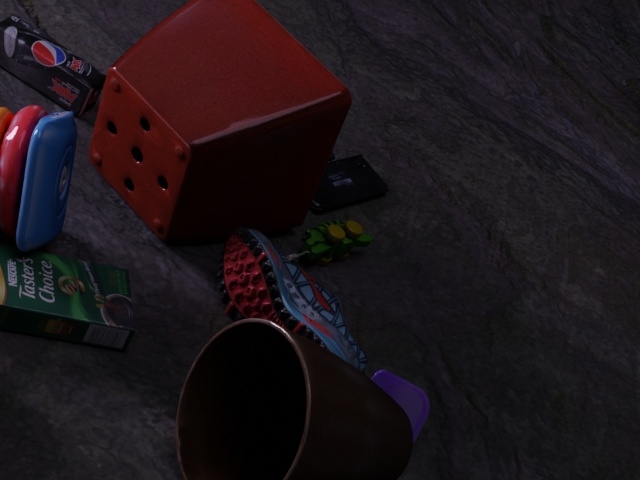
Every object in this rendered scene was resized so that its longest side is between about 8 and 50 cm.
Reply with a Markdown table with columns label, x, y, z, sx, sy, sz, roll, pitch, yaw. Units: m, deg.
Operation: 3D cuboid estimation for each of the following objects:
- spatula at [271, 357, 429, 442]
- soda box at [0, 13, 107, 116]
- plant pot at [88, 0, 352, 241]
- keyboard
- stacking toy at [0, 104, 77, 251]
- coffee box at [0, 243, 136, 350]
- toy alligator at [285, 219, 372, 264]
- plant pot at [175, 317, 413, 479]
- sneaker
| label | x | y | z | sx | sy | sz | roll | pitch | yaw |
| --- | --- | --- | --- | --- | --- | --- | --- | --- | --- |
| spatula | 0.018 | 0.169 | 1.708 | 0.296 | 0.084 | 0.030 | 31 | -2 | -34 |
| soda box | -0.394 | -0.252 | 2.018 | 0.169 | 0.060 | 0.053 | 33 | 34 | 3 |
| plant pot | -0.160 | -0.151 | 1.914 | 0.235 | 0.267 | 0.267 | -26 | 62 | -37 |
| keyboard | 0.019 | -0.096 | 2.170 | 0.180 | 0.023 | 0.108 | -17 | 62 | -49 |
| stacking toy | -0.458 | -0.102 | 1.716 | 0.301 | 0.166 | 0.175 | 11 | 11 | 1 |
| coffee box | -0.316 | 0.066 | 1.681 | 0.184 | 0.040 | 0.113 | 14 | 37 | -24 |
| toy alligator | 0.000 | 0.000 | 1.996 | 0.189 | 0.056 | 0.051 | -14 | 53 | -47 |
| plant pot | -0.008 | 0.216 | 1.601 | 0.230 | 0.215 | 0.215 | 18 | 33 | -42 |
| sneaker | -0.035 | 0.094 | 1.831 | 0.125 | 0.104 | 0.262 | -4 | 54 | -54 |
